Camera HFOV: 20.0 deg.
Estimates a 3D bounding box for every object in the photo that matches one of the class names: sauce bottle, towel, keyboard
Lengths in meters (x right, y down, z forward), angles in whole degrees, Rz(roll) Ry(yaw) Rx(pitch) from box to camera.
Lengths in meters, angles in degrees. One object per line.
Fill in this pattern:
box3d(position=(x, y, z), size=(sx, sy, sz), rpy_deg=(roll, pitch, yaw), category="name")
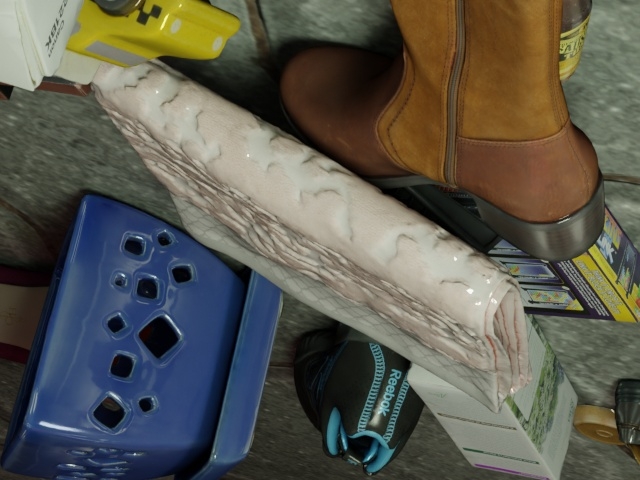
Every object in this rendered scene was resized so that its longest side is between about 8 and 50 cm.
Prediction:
box3d(position=(0.141, -0.136, 1.084), size=(0.042, 0.042, 0.128), rpy_deg=(15, 161, 8), category="sauce bottle")
box3d(position=(0.000, 0.000, 1.314), size=(0.332, 0.053, 0.317), rpy_deg=(30, 169, 17), category="towel")
box3d(position=(0.052, 0.002, 1.408), size=(0.201, 0.033, 0.317), rpy_deg=(34, 167, -16), category="keyboard")

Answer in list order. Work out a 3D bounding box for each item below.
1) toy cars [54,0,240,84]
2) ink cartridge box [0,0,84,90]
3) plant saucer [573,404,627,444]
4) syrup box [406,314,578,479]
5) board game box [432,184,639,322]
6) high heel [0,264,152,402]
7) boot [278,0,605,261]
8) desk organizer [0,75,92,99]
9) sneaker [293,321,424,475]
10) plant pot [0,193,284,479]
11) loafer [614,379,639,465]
box3d(position=(-0.246, -0.184, 1.135), size=(0.394, 0.087, 0.176), rpy_deg=(22, -176, -15), category="toy cars")
box3d(position=(-0.247, -0.220, 0.967), size=(0.273, 0.197, 0.114), rpy_deg=(17, 160, 3), category="ink cartridge box")
box3d(position=(0.287, 0.188, 1.824), size=(0.083, 0.015, 0.083), rpy_deg=(15, 160, 6), category="plant saucer")
box3d(position=(0.165, 0.139, 1.687), size=(0.096, 0.093, 0.237), rpy_deg=(8, 158, 23), category="syrup box")
box3d(position=(0.163, 0.003, 1.408), size=(0.141, 0.048, 0.170), rpy_deg=(3, 154, 31), category="board game box")
box3d(position=(-0.286, 0.080, 1.956), size=(0.377, 0.127, 0.181), rpy_deg=(14, -172, -1), category="high heel")
box3d(position=(0.048, -0.126, 1.102), size=(0.264, 0.096, 0.280), rpy_deg=(37, 162, 35), category="boot")
box3d(position=(-0.225, -0.134, 1.383), size=(0.130, 0.047, 0.050), rpy_deg=(9, 160, 22), category="desk organizer")
box3d(position=(0.028, 0.162, 1.793), size=(0.125, 0.139, 0.341), rpy_deg=(16, 161, -2), category="sneaker")
box3d(position=(-0.166, 0.117, 1.721), size=(0.212, 0.236, 0.236), rpy_deg=(16, 159, -11), category="plant pot")
box3d(position=(0.317, 0.192, 1.742), size=(0.062, 0.061, 0.170), rpy_deg=(3, 155, 32), category="loafer")
